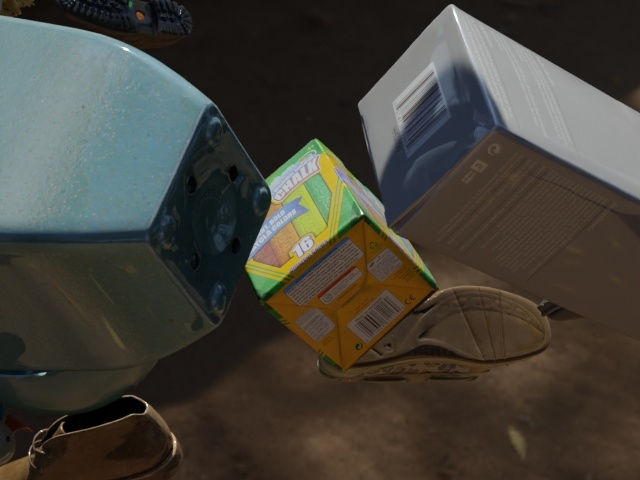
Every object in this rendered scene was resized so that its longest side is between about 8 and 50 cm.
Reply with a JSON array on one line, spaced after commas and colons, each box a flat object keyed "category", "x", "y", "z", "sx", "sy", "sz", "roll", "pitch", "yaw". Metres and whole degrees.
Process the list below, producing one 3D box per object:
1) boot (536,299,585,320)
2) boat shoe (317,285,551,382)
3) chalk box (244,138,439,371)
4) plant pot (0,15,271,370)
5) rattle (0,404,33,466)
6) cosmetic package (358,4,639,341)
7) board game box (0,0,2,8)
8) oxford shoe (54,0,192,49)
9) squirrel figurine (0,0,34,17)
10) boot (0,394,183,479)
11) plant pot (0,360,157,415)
[{"category": "boot", "x": 0.344, "y": 0.108, "z": 1.370, "sx": 0.208, "sy": 0.189, "sz": 0.076, "roll": 57, "pitch": 38, "yaw": -5}, {"category": "boat shoe", "x": 0.136, "y": 0.122, "z": 1.643, "sx": 0.285, "sy": 0.089, "sz": 0.104, "roll": -2, "pitch": 62, "yaw": -7}, {"category": "chalk box", "x": 0.000, "y": 0.000, "z": 1.343, "sx": 0.132, "sy": 0.132, "sz": 0.213, "roll": -42, "pitch": 34, "yaw": 7}, {"category": "plant pot", "x": -0.194, "y": -0.032, "z": 1.185, "sx": 0.252, "sy": 0.247, "sz": 0.248, "roll": 5, "pitch": 59, "yaw": 28}, {"category": "rattle", "x": -0.350, "y": 0.189, "z": 1.412, "sx": 0.130, "sy": 0.143, "sz": 0.199, "roll": 46, "pitch": 31, "yaw": 21}, {"category": "cosmetic package", "x": 0.152, "y": -0.035, "z": 0.856, "sx": 0.238, "sy": 0.107, "sz": 0.127, "roll": 27, "pitch": 33, "yaw": -30}, {"category": "board game box", "x": -0.341, "y": -0.182, "z": 0.894, "sx": 0.193, "sy": 0.053, "sz": 0.305, "roll": 9, "pitch": 11, "yaw": -2}, {"category": "oxford shoe", "x": -0.316, "y": -0.334, "z": 2.073, "sx": 0.227, "sy": 0.096, "sz": 0.083, "roll": 13, "pitch": 62, "yaw": -38}, {"category": "squirrel figurine", "x": -0.417, "y": -0.384, "z": 1.334, "sx": 0.281, "sy": 0.397, "sz": 0.370, "roll": -7, "pitch": -5, "yaw": 4}, {"category": "boot", "x": -0.331, "y": 0.269, "z": 1.651, "sx": 0.305, "sy": 0.115, "sz": 0.112, "roll": -20, "pitch": 38, "yaw": 5}, {"category": "plant pot", "x": -0.279, "y": 0.078, "z": 1.470, "sx": 0.290, "sy": 0.195, "sz": 0.290, "roll": -3, "pitch": 52, "yaw": 4}]
